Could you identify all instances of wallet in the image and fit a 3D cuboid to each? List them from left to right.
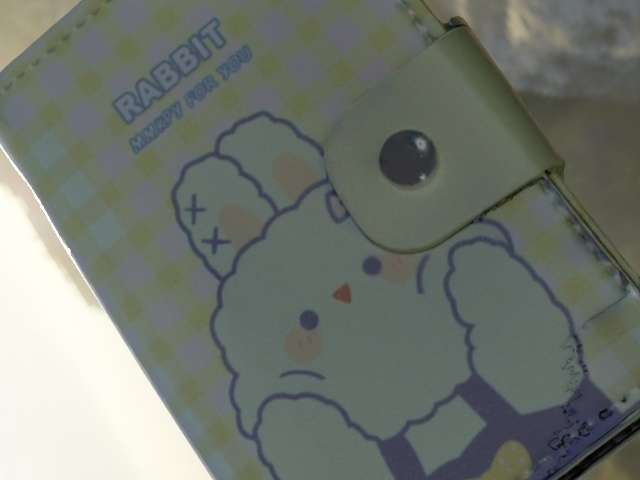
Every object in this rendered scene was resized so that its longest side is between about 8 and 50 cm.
[{"bbox_3d":[0.000,0.000,0.886,0.309,0.223,0.077,55,-171,13],"label":"wallet"}]
